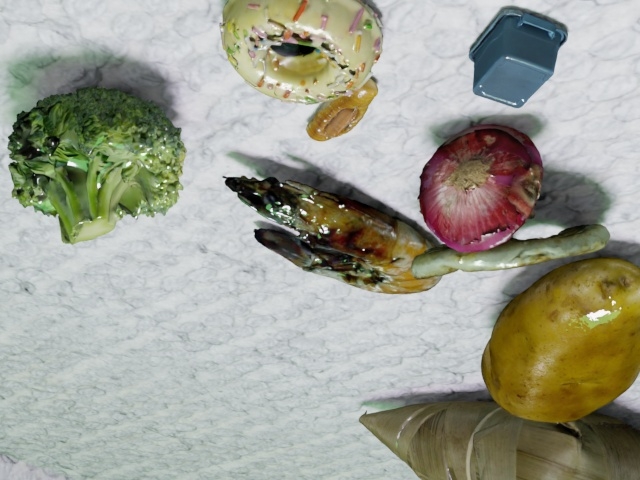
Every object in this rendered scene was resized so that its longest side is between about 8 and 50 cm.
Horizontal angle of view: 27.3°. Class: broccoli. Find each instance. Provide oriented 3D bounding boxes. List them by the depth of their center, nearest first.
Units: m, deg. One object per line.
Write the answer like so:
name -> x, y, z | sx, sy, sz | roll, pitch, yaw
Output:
broccoli -> -0.265, -0.088, 1.522 | 0.226, 0.176, 0.198 | -36, 141, 8

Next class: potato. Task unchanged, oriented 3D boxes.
potato -> 0.335, 0.137, 1.758 | 0.195, 0.176, 0.369 | 36, 151, 12

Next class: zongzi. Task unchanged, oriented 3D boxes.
zongzi -> 0.384, 0.370, 2.234 | 0.500, 0.218, 0.467 | 18, 180, -39

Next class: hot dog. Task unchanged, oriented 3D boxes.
hot dog -> 0.027, -0.143, 1.472 | 0.044, 0.028, 0.137 | 15, 152, -23

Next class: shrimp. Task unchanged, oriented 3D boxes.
shrimp -> 0.000, 0.000, 1.721 | 0.365, 0.071, 0.233 | 23, 156, -33

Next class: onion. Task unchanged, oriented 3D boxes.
onion -> 0.192, -0.047, 1.468 | 0.150, 0.150, 0.140 | -8, 153, 33

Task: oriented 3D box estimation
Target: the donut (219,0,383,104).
donut -> -0.021, -0.199, 1.339 | 0.174, 0.068, 0.175 | 10, 153, 5

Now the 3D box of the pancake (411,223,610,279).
pancake -> 0.221, 0.011, 1.563 | 0.253, 0.037, 0.253 | -9, -179, 0

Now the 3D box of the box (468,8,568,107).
box -> 0.193, -0.177, 1.312 | 0.074, 0.054, 0.099 | 19, 152, -11
